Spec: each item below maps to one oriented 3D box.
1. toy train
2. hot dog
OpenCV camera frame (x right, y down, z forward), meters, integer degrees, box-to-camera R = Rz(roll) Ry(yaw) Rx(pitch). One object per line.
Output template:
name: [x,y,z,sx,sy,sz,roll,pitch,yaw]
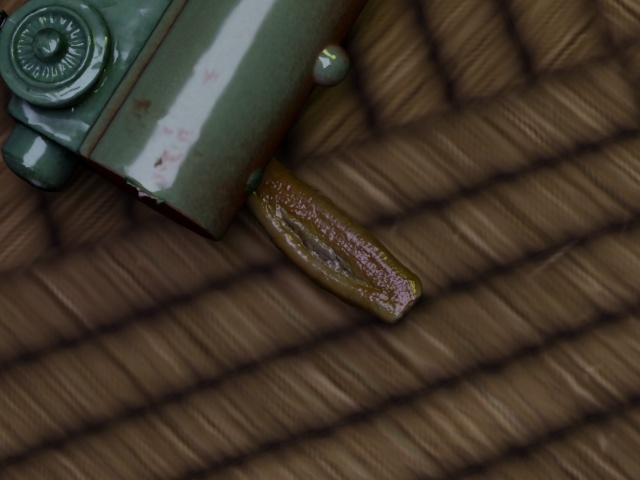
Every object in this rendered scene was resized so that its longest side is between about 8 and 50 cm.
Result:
toy train: [-0.060,-0.135,1.130,0.177,0.116,0.285,30,82,14]
hot dog: [0.000,0.000,1.132,0.137,0.028,0.044,38,85,17]
